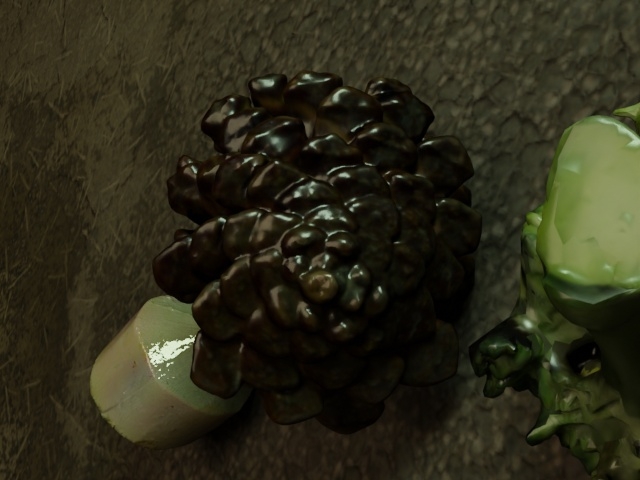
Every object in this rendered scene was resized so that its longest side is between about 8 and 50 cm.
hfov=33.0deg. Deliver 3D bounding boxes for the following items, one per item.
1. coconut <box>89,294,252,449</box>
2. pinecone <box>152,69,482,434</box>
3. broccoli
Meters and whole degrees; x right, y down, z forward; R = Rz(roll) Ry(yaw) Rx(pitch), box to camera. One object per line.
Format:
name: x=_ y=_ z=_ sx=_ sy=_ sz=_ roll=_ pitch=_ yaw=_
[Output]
coconut: x=-0.116 y=0.104 z=0.888 sx=0.122 sy=0.116 sz=0.116 roll=-40 pitch=49 yaw=33
pinecone: x=-0.001 y=-0.001 z=0.715 sx=0.229 sy=0.202 sz=0.201 roll=-52 pitch=41 yaw=3
broccoli: x=0.161 y=0.029 z=0.462 sx=0.247 sy=0.243 sz=0.262 roll=-28 pitch=61 yaw=27
